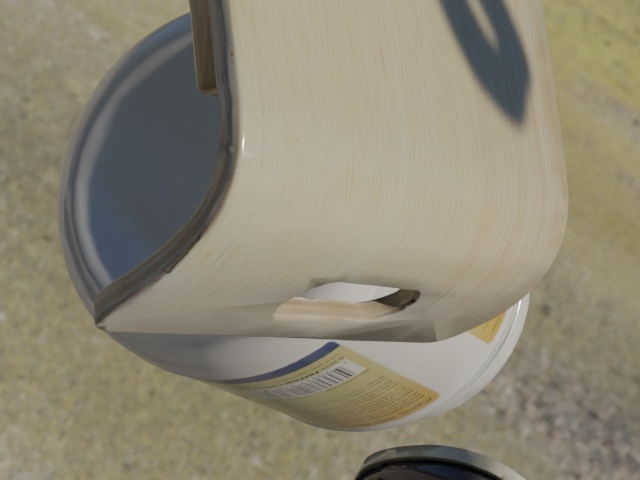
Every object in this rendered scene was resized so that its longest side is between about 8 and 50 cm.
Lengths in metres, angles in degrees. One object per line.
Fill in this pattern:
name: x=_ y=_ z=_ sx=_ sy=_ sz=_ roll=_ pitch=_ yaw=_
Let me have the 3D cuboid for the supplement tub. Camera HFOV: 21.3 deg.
supplement tub: x=0.000 y=0.000 z=1.098 sx=0.228 sy=0.228 sz=0.316 roll=45 pitch=6 yaw=27

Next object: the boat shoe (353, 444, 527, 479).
boat shoe: x=0.019 y=0.147 z=0.765 sx=0.075 sy=0.206 sz=0.065 roll=43 pitch=51 yaw=-18

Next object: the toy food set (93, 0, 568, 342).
toy food set: x=-0.014 y=-0.120 z=0.578 sx=0.219 sy=0.092 sz=0.306 roll=8 pitch=72 yaw=-58
